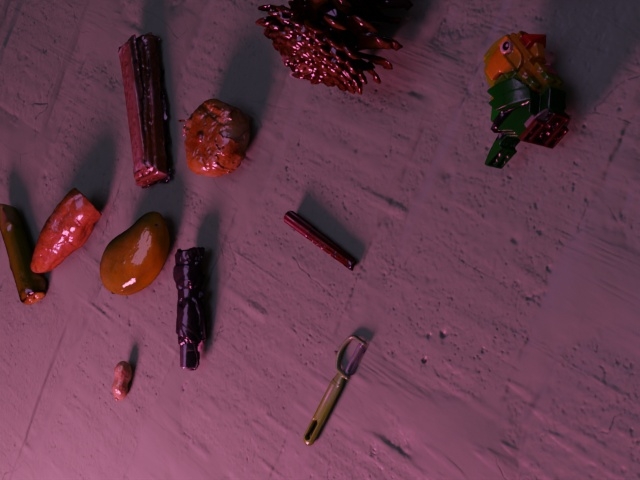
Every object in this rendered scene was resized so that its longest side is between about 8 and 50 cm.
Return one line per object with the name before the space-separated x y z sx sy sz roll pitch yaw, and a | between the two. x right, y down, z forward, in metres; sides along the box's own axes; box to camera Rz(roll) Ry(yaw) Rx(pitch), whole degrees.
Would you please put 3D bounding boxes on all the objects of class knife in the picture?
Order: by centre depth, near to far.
knife | 0.015 0.251 1.723 0.054 0.015 0.212 35 105 39

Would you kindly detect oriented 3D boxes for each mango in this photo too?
mango | -0.369 0.034 2.035 0.191 0.085 0.122 -41 56 29

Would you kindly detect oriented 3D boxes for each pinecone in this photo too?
pinecone | 0.044 -0.391 1.666 0.246 0.246 0.292 25 86 40

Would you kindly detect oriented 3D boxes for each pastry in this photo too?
pastry | -0.198 -0.193 1.931 0.153 0.081 0.153 -7 76 29

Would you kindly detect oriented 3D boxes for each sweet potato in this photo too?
sweet potato | -0.553 -0.014 2.203 0.251 0.097 0.097 -50 55 29

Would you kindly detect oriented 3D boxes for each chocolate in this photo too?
chocolate | -0.366 -0.270 2.096 0.102 0.065 0.329 -18 73 36

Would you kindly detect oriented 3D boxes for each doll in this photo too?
doll | 0.294 -0.214 1.503 0.134 0.106 0.186 -21 70 47

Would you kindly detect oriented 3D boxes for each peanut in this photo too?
peanut | -0.401 0.284 2.053 0.037 0.037 0.083 21 99 40

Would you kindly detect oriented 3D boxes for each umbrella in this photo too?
umbrella | -0.248 0.129 1.939 0.066 0.059 0.235 -15 75 60

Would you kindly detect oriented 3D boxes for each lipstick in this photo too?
lipstick | 0.000 -0.001 1.769 0.176 0.027 0.027 37 107 36

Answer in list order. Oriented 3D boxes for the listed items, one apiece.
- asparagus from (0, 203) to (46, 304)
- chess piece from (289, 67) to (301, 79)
asparagus | -0.686 0.023 2.324 0.067 0.060 0.277 -54 52 45
chess piece | -0.031 -0.340 1.841 0.042 0.042 0.093 0 78 40
